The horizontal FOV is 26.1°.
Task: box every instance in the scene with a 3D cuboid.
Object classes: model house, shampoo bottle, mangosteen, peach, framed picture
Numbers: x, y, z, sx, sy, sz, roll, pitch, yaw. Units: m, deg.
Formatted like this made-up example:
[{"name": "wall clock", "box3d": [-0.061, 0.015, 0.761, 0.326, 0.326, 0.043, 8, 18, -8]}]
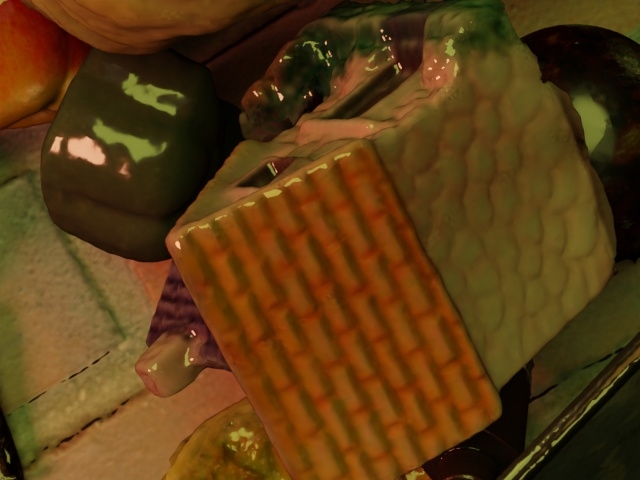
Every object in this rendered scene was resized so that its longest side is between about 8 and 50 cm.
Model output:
[{"name": "model house", "box3d": [0.000, 0.000, 0.817, 0.237, 0.202, 0.237, -41, 30, -30]}, {"name": "shampoo bottle", "box3d": [0.098, 0.106, 0.868, 0.068, 0.067, 0.236, 37, 39, -16]}, {"name": "mangosteen", "box3d": [0.184, -0.068, 0.916, 0.184, 0.172, 0.172, -26, 74, -2]}, {"name": "peach", "box3d": [-0.231, -0.170, 0.972, 0.190, 0.190, 0.192, -23, 90, 1]}, {"name": "framed picture", "box3d": [0.231, 0.068, 0.821, 0.347, 0.265, 0.016, -44, 63, -7]}]

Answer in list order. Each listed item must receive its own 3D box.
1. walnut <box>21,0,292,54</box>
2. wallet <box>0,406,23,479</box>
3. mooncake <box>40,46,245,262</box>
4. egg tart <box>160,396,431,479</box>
[{"name": "walnut", "box3d": [-0.088, -0.250, 0.819, 0.277, 0.282, 0.253, -36, 111, -39]}, {"name": "wallet", "box3d": [-0.341, 0.156, 0.981, 0.243, 0.039, 0.133, -22, 77, -1]}, {"name": "mooncake", "box3d": [-0.113, -0.068, 0.946, 0.104, 0.175, 0.168, 16, 115, 12]}, {"name": "egg tart", "box3d": [0.004, 0.203, 0.878, 0.241, 0.106, 0.241, 4, 58, -7]}]
